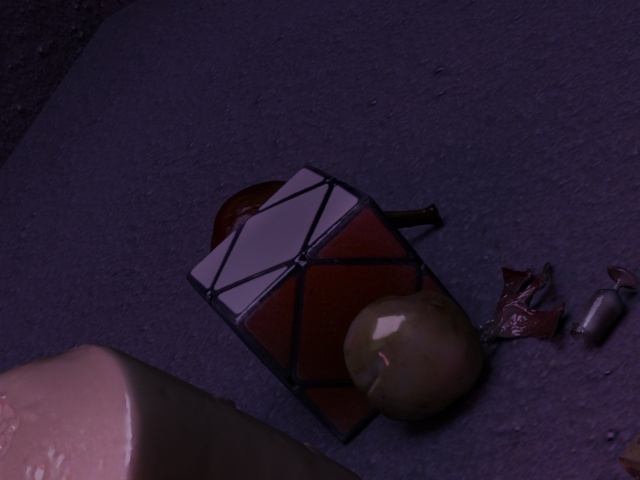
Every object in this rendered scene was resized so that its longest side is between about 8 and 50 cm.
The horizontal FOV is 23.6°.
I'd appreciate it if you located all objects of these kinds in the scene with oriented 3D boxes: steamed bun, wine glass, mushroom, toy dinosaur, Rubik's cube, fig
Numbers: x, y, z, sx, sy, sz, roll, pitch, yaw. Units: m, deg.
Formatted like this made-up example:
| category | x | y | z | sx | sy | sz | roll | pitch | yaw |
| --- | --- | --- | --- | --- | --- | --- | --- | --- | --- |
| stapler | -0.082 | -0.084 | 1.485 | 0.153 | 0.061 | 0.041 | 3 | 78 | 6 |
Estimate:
| category | x | y | z | sx | sy | sz | roll | pitch | yaw |
| --- | --- | --- | --- | --- | --- | --- | --- | --- | --- |
| steamed bun | -0.206 | 0.319 | 1.425 | 0.456 | 0.371 | 0.290 | -27 | 43 | 36 |
| wine glass | 0.281 | 0.066 | 1.521 | 0.083 | 0.039 | 0.042 | -52 | 17 | -19 |
| mushroom | 0.097 | 0.119 | 1.607 | 0.148 | 0.148 | 0.112 | -37 | -20 | 8 |
| toy dinosaur | 0.212 | 0.068 | 1.636 | 0.108 | 0.032 | 0.220 | -41 | 21 | 6 |
| Rubik's cube | 0.005 | 0.065 | 1.736 | 0.207 | 0.205 | 0.205 | -45 | 24 | -6 |
| fig | -0.006 | -0.008 | 1.960 | 0.290 | 0.190 | 0.190 | -26 | 22 | -7 |

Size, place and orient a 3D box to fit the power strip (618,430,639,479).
| category | x | y | z | sx | sy | sz | roll | pitch | yaw |
| --- | --- | --- | --- | --- | --- | --- | --- | --- | --- |
| power strip | 0.364 | 0.113 | 1.322 | 0.268 | 0.034 | 0.092 | -48 | 24 | -15 |
